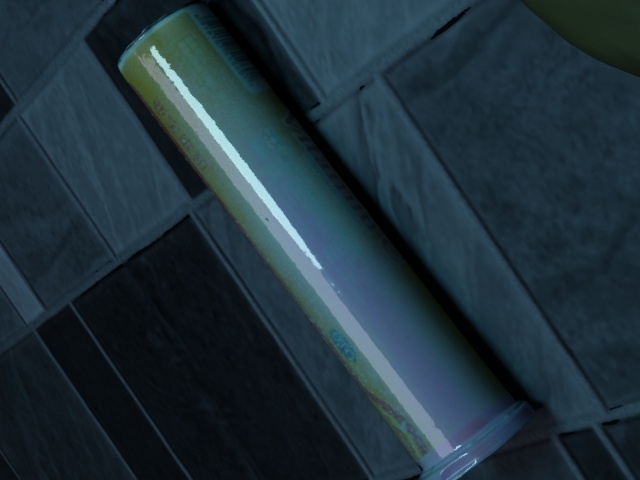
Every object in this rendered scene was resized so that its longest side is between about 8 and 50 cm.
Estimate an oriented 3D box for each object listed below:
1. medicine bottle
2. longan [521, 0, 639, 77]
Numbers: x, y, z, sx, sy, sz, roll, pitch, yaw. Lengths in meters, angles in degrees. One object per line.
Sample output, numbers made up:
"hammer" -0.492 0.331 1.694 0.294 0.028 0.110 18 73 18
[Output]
"medicine bottle" 0.000 0.000 1.236 0.426 0.108 0.108 53 148 6
"longan" 0.174 -0.232 0.563 0.361 0.361 0.361 33 142 30
